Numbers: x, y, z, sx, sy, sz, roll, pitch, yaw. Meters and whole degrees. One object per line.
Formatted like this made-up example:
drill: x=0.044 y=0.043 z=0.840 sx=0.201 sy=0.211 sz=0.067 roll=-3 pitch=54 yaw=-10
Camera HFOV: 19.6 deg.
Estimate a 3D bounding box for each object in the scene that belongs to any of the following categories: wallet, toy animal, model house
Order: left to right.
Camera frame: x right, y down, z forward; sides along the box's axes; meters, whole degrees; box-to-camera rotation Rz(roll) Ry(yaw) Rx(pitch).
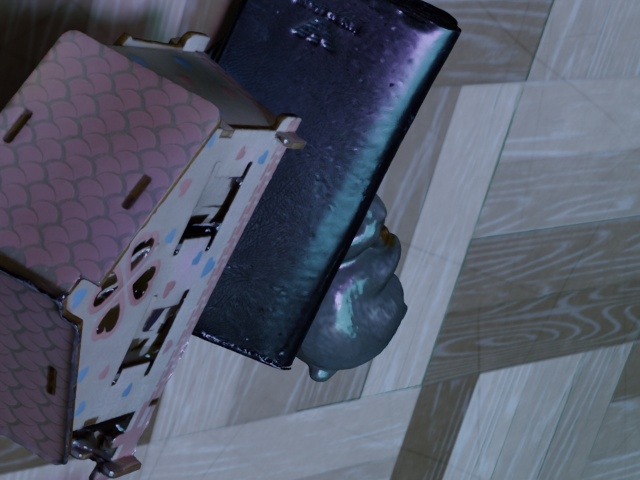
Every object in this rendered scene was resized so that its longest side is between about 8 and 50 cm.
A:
model house: x=-0.174 y=0.012 z=1.251 sx=0.326 sy=0.169 sz=0.244 roll=-62 pitch=166 yaw=13
wallet: x=-0.032 y=-0.062 z=1.436 sx=0.172 sy=0.045 sz=0.318 roll=24 pitch=107 yaw=-12
toy animal: x=0.009 y=0.005 z=1.530 sx=0.236 sy=0.108 sz=0.138 roll=79 pitch=29 yaw=-47
